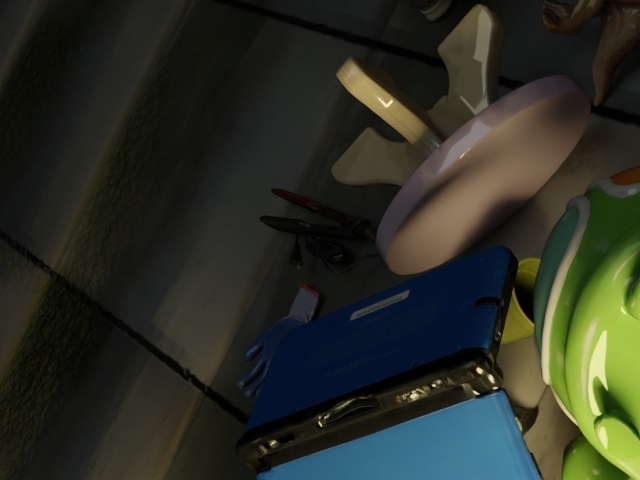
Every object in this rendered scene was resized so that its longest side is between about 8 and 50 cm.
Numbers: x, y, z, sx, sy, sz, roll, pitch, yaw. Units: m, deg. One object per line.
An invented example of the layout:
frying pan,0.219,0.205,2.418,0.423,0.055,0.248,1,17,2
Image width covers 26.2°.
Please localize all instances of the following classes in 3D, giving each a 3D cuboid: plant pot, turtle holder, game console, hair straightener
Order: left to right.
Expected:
hair straightener,0.000,0.000,1.695,0.230,0.047,0.089,21,87,47
game console,0.085,0.179,1.294,0.293,0.173,0.250,-24,28,34
plant pot,0.201,0.069,1.397,0.079,0.083,0.083,-35,45,48
turtle holder,0.301,0.083,1.177,0.243,0.320,0.227,-23,27,-7

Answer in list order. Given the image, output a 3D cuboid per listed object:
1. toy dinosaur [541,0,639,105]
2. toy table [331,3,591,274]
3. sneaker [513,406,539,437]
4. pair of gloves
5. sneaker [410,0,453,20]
toy dinosaur,0.329,-0.296,1.426,0.200,0.127,0.295,-2,83,11
toy table,0.137,-0.110,1.459,0.274,0.252,0.161,-41,60,12
sneaker,0.141,0.179,1.423,0.170,0.051,0.089,29,92,47
pair of gloves,-0.018,0.135,1.633,0.198,0.023,0.159,23,79,53
sneaker,0.126,-0.359,1.716,0.063,0.075,0.170,-24,53,39
